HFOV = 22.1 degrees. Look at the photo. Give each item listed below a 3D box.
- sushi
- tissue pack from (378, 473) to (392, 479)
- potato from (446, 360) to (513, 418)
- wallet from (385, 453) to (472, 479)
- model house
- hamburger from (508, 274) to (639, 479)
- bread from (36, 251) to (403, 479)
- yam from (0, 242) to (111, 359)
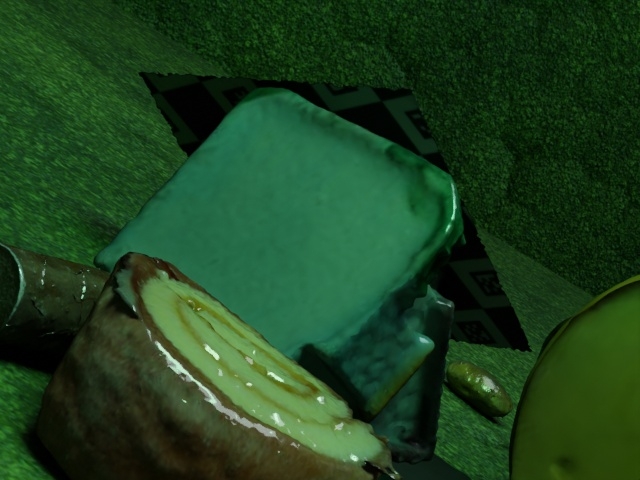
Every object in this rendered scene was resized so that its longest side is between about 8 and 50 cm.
[{"bbox_3d":[0.000,0.000,1.518,0.320,0.069,0.339,8,-40,37],"label":"sushi"},{"bbox_3d":[0.084,0.240,1.175,0.170,0.090,0.103,30,4,-30],"label":"tissue pack"},{"bbox_3d":[0.188,0.175,1.931,0.092,0.045,0.046,40,-25,12],"label":"potato"},{"bbox_3d":[0.035,0.188,1.431,0.146,0.030,0.285,42,13,19],"label":"wallet"},{"bbox_3d":[0.008,0.059,1.363,0.280,0.230,0.249,32,-15,41],"label":"model house"},{"bbox_3d":[0.367,0.209,1.516,0.395,0.396,0.277,39,11,19],"label":"hamburger"},{"bbox_3d":[-0.073,0.127,1.104,0.244,0.123,0.190,36,12,6],"label":"bread"},{"bbox_3d":[-0.194,0.050,1.198,0.079,0.079,0.141,43,13,35],"label":"yam"}]
